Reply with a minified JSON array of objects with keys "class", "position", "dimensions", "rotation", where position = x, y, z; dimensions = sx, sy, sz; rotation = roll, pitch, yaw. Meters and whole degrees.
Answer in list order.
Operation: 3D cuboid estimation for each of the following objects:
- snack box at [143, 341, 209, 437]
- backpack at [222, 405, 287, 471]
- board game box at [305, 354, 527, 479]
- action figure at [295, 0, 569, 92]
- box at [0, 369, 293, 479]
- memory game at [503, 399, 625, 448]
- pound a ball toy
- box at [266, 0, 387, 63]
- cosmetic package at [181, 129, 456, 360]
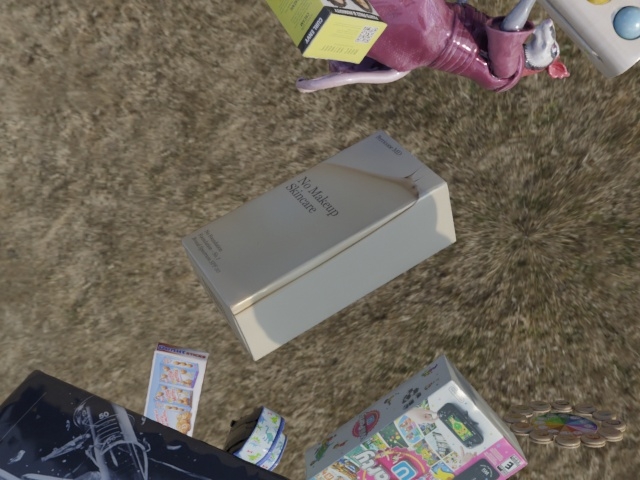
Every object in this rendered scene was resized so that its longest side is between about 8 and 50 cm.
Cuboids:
[{"class":"snack box","position":[-0.184,0.210,1.019],"dimensions":[0.064,0.022,0.178],"rotation":[13,116,-3]},{"class":"backpack","position":[-0.104,0.329,1.345],"dimensions":[0.084,0.105,0.114],"rotation":[35,132,-10]},{"class":"board game box","position":[0.159,0.371,1.404],"dimensions":[0.303,0.097,0.224],"rotation":[-38,108,12]},{"class":"action figure","position":[0.180,-0.279,1.160],"dimensions":[0.370,0.248,0.275],"rotation":[19,100,-9]},{"class":"box","position":[-0.174,0.307,0.562],"dimensions":[0.313,0.343,0.178],"rotation":[13,138,30]},{"class":"memory game","position":[0.382,0.285,1.295],"dimensions":[0.186,0.186,0.012],"rotation":[2,100,14]},{"class":"pound a ball toy","position":[0.484,-0.470,1.422],"dimensions":[0.208,0.136,0.319],"rotation":[-41,91,6]},{"class":"box","position":[-0.029,-0.286,0.858],"dimensions":[0.058,0.087,0.232],"rotation":[-50,59,36]},{"class":"cosmetic package","position":[0.000,0.000,1.060],"dimensions":[0.310,0.113,0.160],"rotation":[-31,45,-13]}]
